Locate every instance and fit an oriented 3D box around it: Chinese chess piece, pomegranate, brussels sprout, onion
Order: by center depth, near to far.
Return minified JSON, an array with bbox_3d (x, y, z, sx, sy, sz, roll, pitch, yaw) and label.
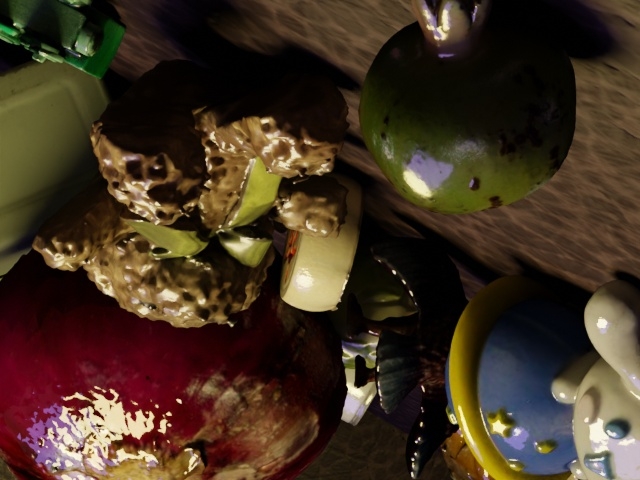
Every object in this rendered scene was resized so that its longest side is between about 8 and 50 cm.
[{"bbox_3d":[0.071,-0.081,0.885,0.114,0.114,0.142,24,144,36],"label":"pomegranate"},{"bbox_3d":[0.000,0.000,1.493,0.051,0.122,0.122,13,173,-7],"label":"Chinese chess piece"},{"bbox_3d":[-0.155,0.092,1.590,0.337,0.282,0.260,-6,129,19],"label":"onion"},{"bbox_3d":[0.038,0.068,1.723,0.145,0.131,0.183,25,176,-13],"label":"brussels sprout"}]

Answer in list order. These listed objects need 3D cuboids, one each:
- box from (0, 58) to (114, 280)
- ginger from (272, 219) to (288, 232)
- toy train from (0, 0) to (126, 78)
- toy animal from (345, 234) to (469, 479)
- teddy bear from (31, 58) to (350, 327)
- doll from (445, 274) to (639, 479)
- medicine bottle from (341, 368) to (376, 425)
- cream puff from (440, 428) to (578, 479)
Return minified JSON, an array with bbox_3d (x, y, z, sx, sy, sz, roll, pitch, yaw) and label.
[{"bbox_3d":[-0.370,-0.039,1.746,0.177,0.352,0.344,67,167,1],"label":"box"},{"bbox_3d":[-0.031,-0.040,1.668,0.030,0.048,0.097,-9,-163,7],"label":"ginger"},{"bbox_3d":[-0.246,-0.192,1.395,0.178,0.071,0.104,27,-178,9],"label":"toy train"},{"bbox_3d":[0.113,0.097,1.553,0.179,0.218,0.116,-10,-173,-18],"label":"toy animal"},{"bbox_3d":[-0.093,-0.015,1.323,0.246,0.222,0.296,-13,-163,-15],"label":"teddy bear"},{"bbox_3d":[0.234,0.151,1.450,0.243,0.159,0.311,-13,113,40],"label":"doll"},{"bbox_3d":[-0.037,0.128,2.278,0.258,0.143,0.143,31,171,1],"label":"medicine bottle"},{"bbox_3d":[0.224,0.244,1.927,0.241,0.155,0.269,49,171,18],"label":"cream puff"}]
